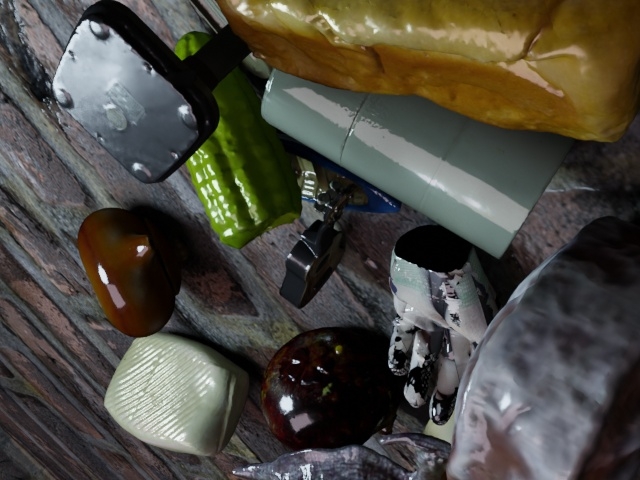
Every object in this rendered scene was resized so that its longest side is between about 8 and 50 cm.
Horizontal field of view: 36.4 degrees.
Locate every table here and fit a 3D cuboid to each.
[{"bbox_3d":[0.077,-0.093,0.760,0.220,0.126,0.126,33,150,9],"label":"table"}]

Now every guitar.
[{"bbox_3d":[-0.002,-0.001,0.979,0.038,0.084,0.271,34,161,8],"label":"guitar"}]

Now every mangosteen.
[{"bbox_3d":[0.009,0.194,1.206,0.172,0.172,0.184,29,157,14],"label":"mangosteen"}]

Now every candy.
[{"bbox_3d":[0.201,0.098,0.748,0.157,0.289,0.214,26,128,27],"label":"candy"},{"bbox_3d":[-0.088,-0.099,0.917,0.097,0.097,0.209,-25,85,58],"label":"candy"}]

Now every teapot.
[{"bbox_3d":[-0.238,0.040,1.305,0.252,0.135,0.178,103,147,-77],"label":"teapot"}]

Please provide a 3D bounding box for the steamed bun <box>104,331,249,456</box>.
[{"bbox_3d":[-0.207,0.245,1.517,0.238,0.170,0.152,16,167,37],"label":"steamed bun"}]

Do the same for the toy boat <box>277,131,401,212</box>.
[{"bbox_3d":[-0.010,-0.072,0.966,0.229,0.046,0.080,16,143,32],"label":"toy boat"}]

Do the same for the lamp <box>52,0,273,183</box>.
[{"bbox_3d":[-0.122,-0.185,0.760,0.203,0.283,0.124,43,123,-8],"label":"lamp"}]

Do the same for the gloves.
[{"bbox_3d":[0.133,0.090,0.985,0.127,0.111,0.212,-4,133,16],"label":"gloves"}]

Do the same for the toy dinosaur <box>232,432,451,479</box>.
[{"bbox_3d":[0.044,0.288,1.117,0.294,0.077,0.162,-18,115,17],"label":"toy dinosaur"}]

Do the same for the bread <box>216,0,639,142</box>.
[{"bbox_3d":[0.080,-0.173,0.614,0.294,0.167,0.132,19,169,26],"label":"bread"}]

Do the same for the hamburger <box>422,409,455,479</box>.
[{"bbox_3d":[0.201,0.256,1.144,0.173,0.116,0.210,18,142,15],"label":"hamburger"}]
